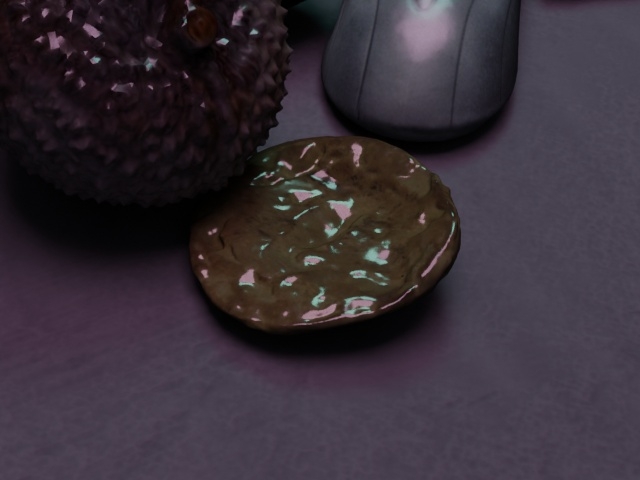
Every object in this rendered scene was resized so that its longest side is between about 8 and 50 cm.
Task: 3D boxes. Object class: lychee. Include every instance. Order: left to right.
[{"bbox_3d":[-0.172,-0.163,1.372,0.300,0.300,0.300,3,43,-3],"label":"lychee"}]

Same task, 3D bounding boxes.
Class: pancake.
[{"bbox_3d":[0.000,0.000,1.366,0.241,0.050,0.242,-7,40,6],"label":"pancake"}]

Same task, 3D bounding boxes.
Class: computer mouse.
[{"bbox_3d":[0.112,-0.242,1.600,0.188,0.122,0.371,11,40,4],"label":"computer mouse"}]

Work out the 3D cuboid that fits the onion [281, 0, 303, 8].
[{"bbox_3d":[-0.081,-0.348,1.596,0.273,0.273,0.285,16,22,10],"label":"onion"}]
